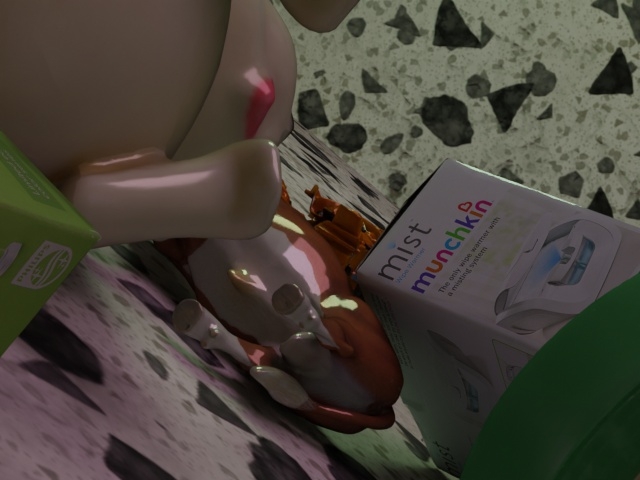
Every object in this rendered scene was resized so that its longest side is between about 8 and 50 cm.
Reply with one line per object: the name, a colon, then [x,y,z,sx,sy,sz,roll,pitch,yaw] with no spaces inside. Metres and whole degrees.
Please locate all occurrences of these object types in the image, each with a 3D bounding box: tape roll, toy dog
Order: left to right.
toy dog: [-0.170,-0.115,0.960,0.395,0.284,0.408,4,-9,26]
tape roll: [0.228,0.157,0.918,0.321,0.321,0.077,36,7,-28]

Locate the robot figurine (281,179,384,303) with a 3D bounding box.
robot figurine: [0.000,0.000,1.579,0.211,0.085,0.291,32,2,14]

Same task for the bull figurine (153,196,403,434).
bull figurine: [-0.059,0.012,1.210,0.310,0.101,0.188,45,8,33]

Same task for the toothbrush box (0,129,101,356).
toothbrush box: [-0.236,-0.046,0.562,0.206,0.122,0.283,44,7,23]

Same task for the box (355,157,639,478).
box: [0.174,0.099,1.243,0.231,0.127,0.262,23,-28,35]
